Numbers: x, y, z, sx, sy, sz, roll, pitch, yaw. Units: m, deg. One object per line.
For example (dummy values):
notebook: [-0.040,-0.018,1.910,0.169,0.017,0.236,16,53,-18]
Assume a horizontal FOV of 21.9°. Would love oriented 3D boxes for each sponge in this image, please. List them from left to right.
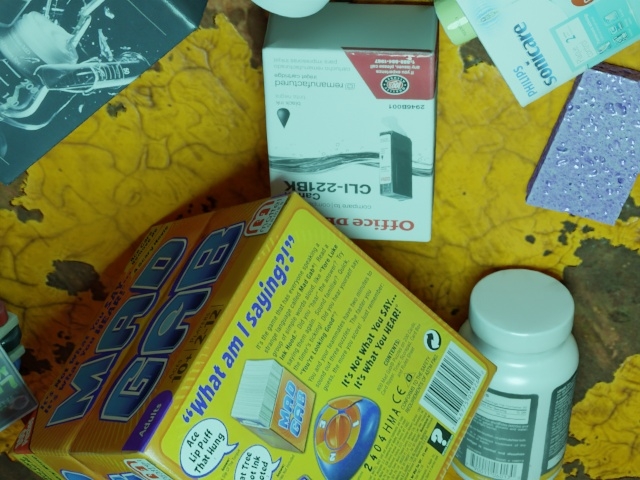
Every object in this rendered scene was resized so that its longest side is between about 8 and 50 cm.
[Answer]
sponge: [0.336,-0.115,1.991,0.117,0.031,0.210,15,128,-5]

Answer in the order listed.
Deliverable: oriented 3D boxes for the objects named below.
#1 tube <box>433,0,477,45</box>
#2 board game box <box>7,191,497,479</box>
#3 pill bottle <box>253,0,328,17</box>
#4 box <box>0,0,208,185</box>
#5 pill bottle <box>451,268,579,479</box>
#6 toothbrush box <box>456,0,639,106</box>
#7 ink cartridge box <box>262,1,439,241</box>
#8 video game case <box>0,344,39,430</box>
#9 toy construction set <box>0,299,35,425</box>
tube: [0.244,-0.295,1.847,0.240,0.062,0.070,-24,166,16]
board game box: [-0.082,0.206,2.004,0.356,0.356,0.356,41,154,-23]
pill bottle: [0.018,-0.366,1.723,0.160,0.160,0.283,28,141,-15]
box: [-0.336,-0.290,1.726,0.312,0.179,0.343,-36,115,28]
pill bottle: [0.250,0.184,2.154,0.162,0.162,0.278,4,127,3]
toothbrush box: [0.277,-0.304,1.705,0.295,0.126,0.216,-29,144,9]
ink cartridge box: [0.039,-0.137,1.955,0.197,0.114,0.273,2,129,5]
video game case: [-0.476,0.208,2.120,0.190,0.022,0.173,-33,134,-11]
toy construction set: [-0.524,0.134,2.218,0.257,0.237,0.309,-44,134,1]
